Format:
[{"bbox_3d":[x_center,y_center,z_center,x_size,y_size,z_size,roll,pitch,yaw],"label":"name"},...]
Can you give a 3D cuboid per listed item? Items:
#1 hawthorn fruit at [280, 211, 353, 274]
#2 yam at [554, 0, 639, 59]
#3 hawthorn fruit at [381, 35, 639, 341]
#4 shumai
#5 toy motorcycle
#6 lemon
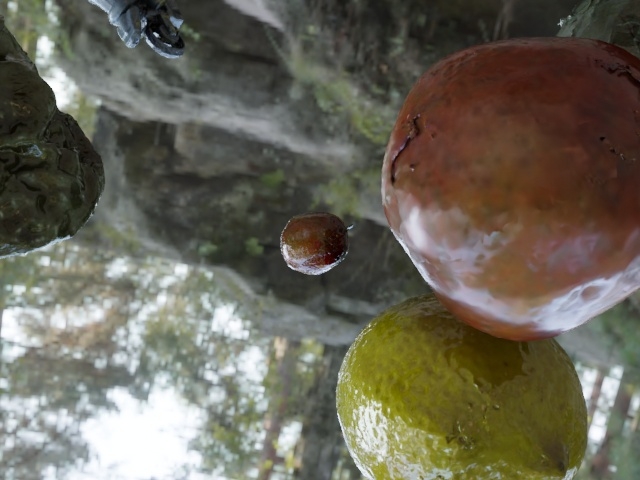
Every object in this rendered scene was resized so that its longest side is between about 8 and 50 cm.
[{"bbox_3d":[-0.005,0.003,1.221,0.077,0.077,0.077,10,-164,-3],"label":"hawthorn fruit"},{"bbox_3d":[0.389,-0.258,1.182,0.241,0.348,0.241,32,167,8],"label":"yam"},{"bbox_3d":[0.221,-0.061,0.986,0.307,0.276,0.276,-21,179,31],"label":"hawthorn fruit"},{"bbox_3d":[-0.308,-0.093,0.897,0.255,0.218,0.189,-8,-172,-15],"label":"shumai"},{"bbox_3d":[-0.229,-0.289,1.337,0.124,0.061,0.193,15,-142,-37],"label":"toy motorcycle"},{"bbox_3d":[0.144,0.175,1.163,0.267,0.267,0.267,10,-164,-3],"label":"lemon"}]
